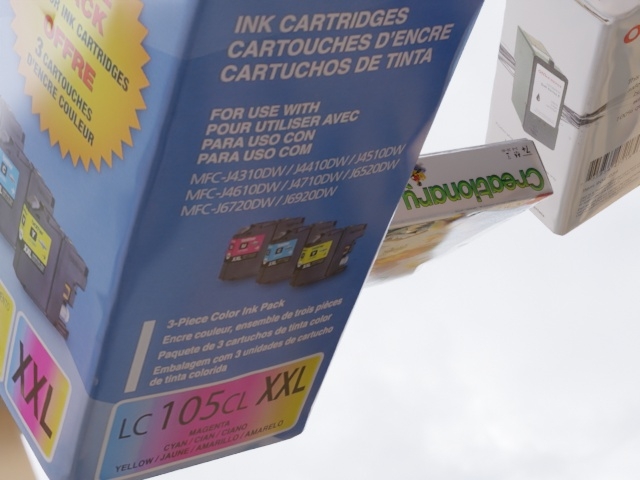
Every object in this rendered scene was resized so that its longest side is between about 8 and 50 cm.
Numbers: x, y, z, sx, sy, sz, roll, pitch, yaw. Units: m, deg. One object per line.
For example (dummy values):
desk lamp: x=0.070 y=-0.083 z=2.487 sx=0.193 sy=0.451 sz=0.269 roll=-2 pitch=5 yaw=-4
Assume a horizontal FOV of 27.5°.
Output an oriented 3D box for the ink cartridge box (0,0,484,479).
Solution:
ink cartridge box: x=-0.076 y=-0.119 z=0.596 sx=0.151 sy=0.270 sz=0.395 roll=-11 pitch=-42 yaw=-37

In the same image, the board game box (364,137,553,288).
board game box: x=0.000 y=0.000 z=0.966 sx=0.305 sy=0.053 sz=0.193 roll=-11 pitch=-14 yaw=-37

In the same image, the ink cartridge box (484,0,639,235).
ink cartridge box: x=0.256 y=-0.161 z=1.108 sx=0.198 sy=0.115 sz=0.273 roll=-31 pitch=-30 yaw=-20
